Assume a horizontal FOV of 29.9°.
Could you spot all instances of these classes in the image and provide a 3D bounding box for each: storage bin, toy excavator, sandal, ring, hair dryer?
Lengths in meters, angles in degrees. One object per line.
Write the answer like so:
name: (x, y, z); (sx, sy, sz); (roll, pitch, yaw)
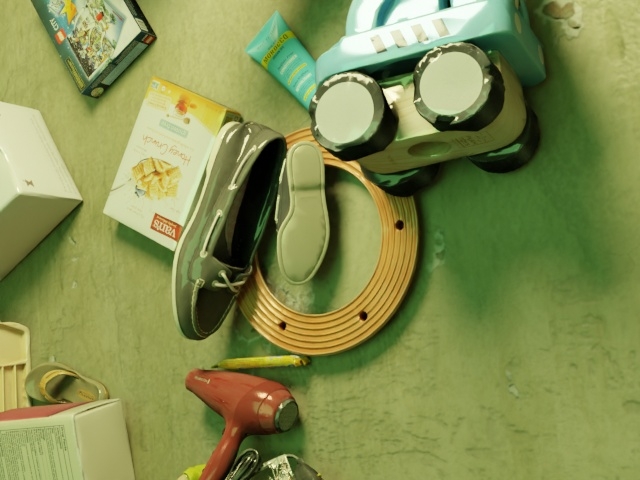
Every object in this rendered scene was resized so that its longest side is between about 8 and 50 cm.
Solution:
storage bin: (-0.637, 0.272, 2.075); (0.262, 0.123, 0.260); (-9, 80, 33)
toy excavator: (0.191, -0.324, 1.556); (0.433, 0.222, 0.445); (-12, 72, 23)
sandal: (-0.428, 0.246, 1.985); (0.180, 0.049, 0.072); (12, 91, 33)
ring: (0.000, 0.000, 1.745); (0.336, 0.032, 0.336); (-5, 81, 32)
hair dryer: (-0.132, 0.288, 1.724); (0.223, 0.080, 0.293); (-25, 47, 1)

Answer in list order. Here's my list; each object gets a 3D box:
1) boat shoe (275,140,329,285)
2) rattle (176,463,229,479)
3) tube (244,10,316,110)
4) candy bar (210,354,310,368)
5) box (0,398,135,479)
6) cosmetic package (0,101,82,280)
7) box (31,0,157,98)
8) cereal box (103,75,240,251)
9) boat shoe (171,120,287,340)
boat shoe: (-0.029, -0.039, 1.727); (0.065, 0.075, 0.206); (-170, 83, -76)
rattle: (-0.157, 0.441, 1.777); (0.200, 0.130, 0.143); (42, 121, 2)
tube: (-0.037, -0.256, 1.792); (0.080, 0.052, 0.207); (-46, 56, 10)
candy bar: (-0.089, 0.181, 1.777); (0.161, 0.040, 0.018); (-6, 87, 32)
box: (-0.432, 0.342, 1.908); (0.232, 0.127, 0.148); (-9, 92, 27)
cosmetic package: (-0.617, -0.044, 2.080); (0.385, 0.156, 0.217); (-38, 66, 23)
box: (-0.389, -0.380, 2.031); (0.159, 0.044, 0.233); (-41, 65, 23)
cereal box: (-0.238, -0.121, 1.902); (0.173, 0.047, 0.240); (26, 99, 33)
boat shoe: (-0.131, -0.011, 1.748); (0.095, 0.112, 0.335); (13, 88, 38)
